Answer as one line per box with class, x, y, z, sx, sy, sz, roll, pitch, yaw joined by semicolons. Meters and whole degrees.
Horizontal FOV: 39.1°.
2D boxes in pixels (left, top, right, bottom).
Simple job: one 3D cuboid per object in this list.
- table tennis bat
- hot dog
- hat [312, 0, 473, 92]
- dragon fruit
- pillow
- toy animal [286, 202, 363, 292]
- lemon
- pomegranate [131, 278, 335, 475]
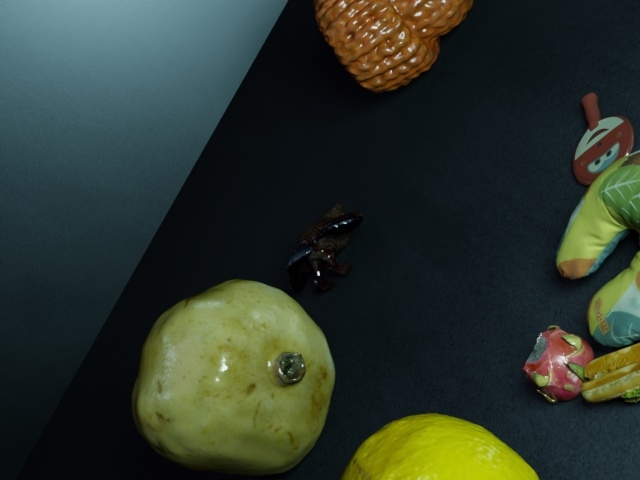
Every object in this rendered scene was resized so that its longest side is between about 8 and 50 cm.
table tennis bat;0.366;-0.136;1.182;0.098;0.019;0.155;-43;33;39
hot dog;0.324;0.141;0.939;0.133;0.041;0.056;-37;20;51
hat;0.203;-0.459;1.690;0.400;0.285;0.285;-21;39;18
dragon fruit;0.272;0.142;1.019;0.083;0.056;0.060;-61;22;-1
pillow;0.350;0.003;0.984;0.214;0.086;0.233;-57;25;30
toy animal;0.002;-0.005;1.673;0.218;0.116;0.180;-52;25;39
lemon;0.123;0.301;0.941;0.234;0.233;0.288;-62;21;2
pomegranate;-0.135;0.232;1.456;0.332;0.332;0.333;-46;28;33
